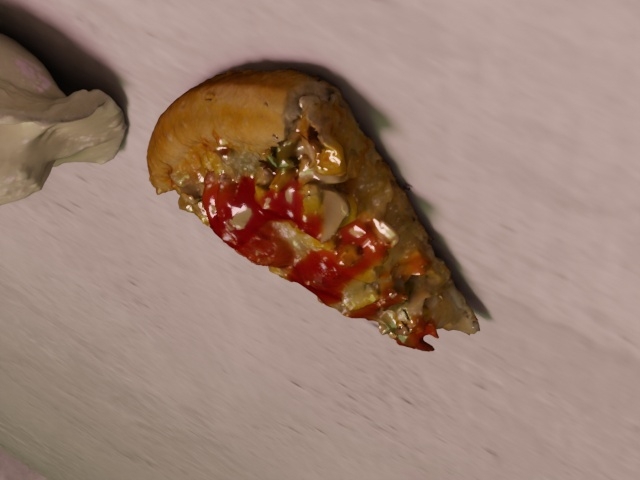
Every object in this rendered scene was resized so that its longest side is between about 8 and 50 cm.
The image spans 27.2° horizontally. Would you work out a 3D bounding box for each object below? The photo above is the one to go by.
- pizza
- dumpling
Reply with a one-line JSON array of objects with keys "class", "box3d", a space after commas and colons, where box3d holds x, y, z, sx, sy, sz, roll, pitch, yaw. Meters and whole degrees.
[{"class": "pizza", "box3d": [0.000, 0.000, 0.663, 0.199, 0.062, 0.188, 39, 161, -14]}, {"class": "dumpling", "box3d": [-0.182, -0.068, 0.771, 0.134, 0.100, 0.169, 7, 151, -35]}]
